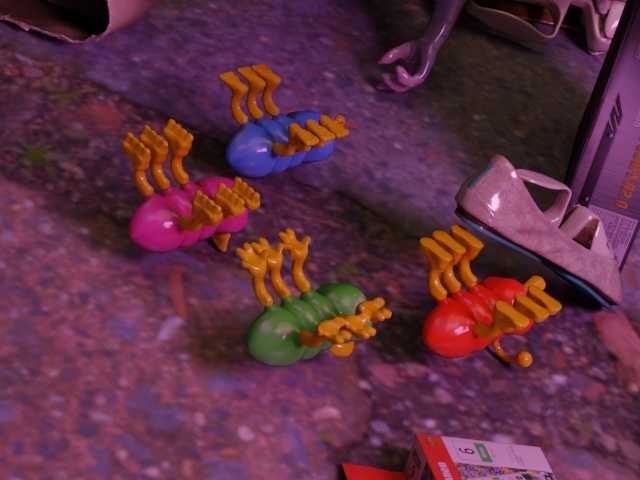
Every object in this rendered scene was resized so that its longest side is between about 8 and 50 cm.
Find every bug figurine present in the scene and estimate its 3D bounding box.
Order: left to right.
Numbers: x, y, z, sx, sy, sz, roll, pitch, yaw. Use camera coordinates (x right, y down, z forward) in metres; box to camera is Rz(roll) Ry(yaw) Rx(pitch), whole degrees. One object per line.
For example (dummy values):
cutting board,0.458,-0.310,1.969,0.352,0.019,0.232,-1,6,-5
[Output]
bug figurine,0.000,0.000,1.155,0.216,0.072,0.279,-15,46,-42

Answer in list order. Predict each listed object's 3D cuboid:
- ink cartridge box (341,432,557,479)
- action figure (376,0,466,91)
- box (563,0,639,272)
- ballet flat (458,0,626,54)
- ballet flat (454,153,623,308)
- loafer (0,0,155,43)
ink cartridge box,0.074,0.135,1.045,0.115,0.029,0.063,9,24,-16
action figure,0.018,-0.270,1.331,0.248,0.276,0.370,30,19,6
box,0.221,-0.116,1.274,0.056,0.231,0.183,20,36,5
ballet flat,0.198,-0.182,1.498,0.232,0.080,0.073,10,66,-10
ballet flat,0.151,-0.005,1.190,0.168,0.052,0.057,28,9,-44
loafer,-0.238,-0.208,1.285,0.268,0.102,0.092,16,31,-7
